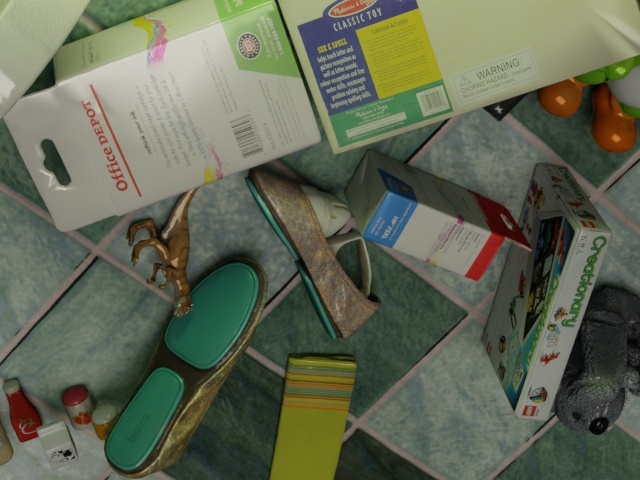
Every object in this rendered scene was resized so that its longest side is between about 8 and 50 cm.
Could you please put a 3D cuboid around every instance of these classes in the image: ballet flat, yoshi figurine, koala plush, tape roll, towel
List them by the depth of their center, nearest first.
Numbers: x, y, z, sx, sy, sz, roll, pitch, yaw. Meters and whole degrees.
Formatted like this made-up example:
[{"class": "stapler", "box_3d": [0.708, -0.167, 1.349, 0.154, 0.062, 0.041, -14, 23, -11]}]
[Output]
[{"class": "tape roll", "box_3d": [-0.388, -0.211, 1.503, 0.392, 0.392, 0.072, -42, 119, 14]}, {"class": "yoshi figurine", "box_3d": [0.437, -0.198, 1.685, 0.203, 0.362, 0.203, -26, 91, -36]}, {"class": "ballet flat", "box_3d": [0.000, 0.000, 1.874, 0.106, 0.107, 0.316, -30, 129, -3]}, {"class": "ballet flat", "box_3d": [-0.177, 0.179, 1.921, 0.123, 0.123, 0.348, 33, 90, -25]}, {"class": "koala plush", "box_3d": [0.418, 0.206, 2.042, 0.196, 0.203, 0.221, 8, 139, -16]}, {"class": "towel", "box_3d": [-0.013, 0.271, 2.068, 0.102, 0.021, 0.237, 6, 119, -7]}]

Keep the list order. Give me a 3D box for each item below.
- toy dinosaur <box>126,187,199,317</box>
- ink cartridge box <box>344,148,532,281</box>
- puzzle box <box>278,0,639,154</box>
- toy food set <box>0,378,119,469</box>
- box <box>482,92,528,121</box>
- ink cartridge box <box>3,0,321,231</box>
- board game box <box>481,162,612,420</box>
[{"class": "toy dinosaur", "box_3d": [-0.200, -0.004, 1.858, 0.112, 0.064, 0.211, 2, 104, -21]}, {"class": "ink cartridge box", "box_3d": [0.159, -0.027, 1.859, 0.231, 0.134, 0.078, 21, 113, -20]}, {"class": "puzzle box", "box_3d": [0.156, -0.290, 1.631, 0.409, 0.052, 0.272, -16, 99, 20]}, {"class": "toy food set", "box_3d": [-0.403, 0.253, 1.928, 0.232, 0.111, 0.104, -19, 121, -7]}, {"class": "box", "box_3d": [0.244, -0.308, 1.717, 0.184, 0.103, 0.261, 37, 113, -21]}, {"class": "ink cartridge box", "box_3d": [-0.200, -0.169, 1.718, 0.353, 0.119, 0.207, -20, 122, 0]}, {"class": "board game box", "box_3d": [0.307, 0.071, 1.910, 0.053, 0.193, 0.305, 6, 119, -14]}]
